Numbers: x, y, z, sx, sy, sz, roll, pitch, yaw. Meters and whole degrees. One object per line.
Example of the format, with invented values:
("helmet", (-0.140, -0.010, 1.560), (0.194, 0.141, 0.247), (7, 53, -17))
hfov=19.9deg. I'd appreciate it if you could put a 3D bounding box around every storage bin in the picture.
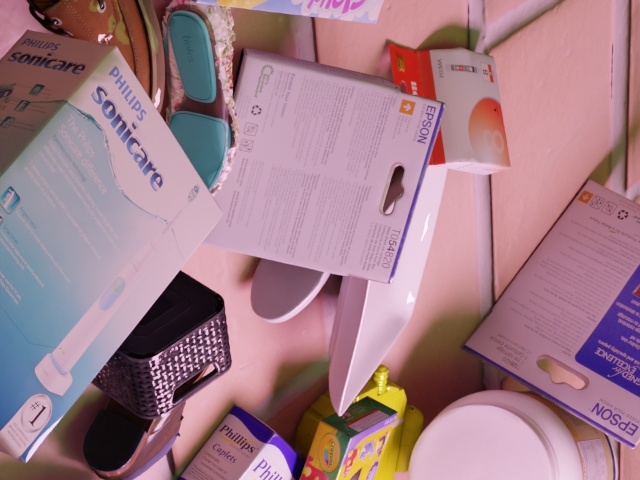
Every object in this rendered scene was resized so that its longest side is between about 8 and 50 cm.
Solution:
("storage bin", (-0.189, 0.085, 1.846), (0.122, 0.180, 0.084), (-34, 136, -32))

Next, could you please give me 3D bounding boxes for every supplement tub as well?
("supplement tub", (0.259, 0.315, 2.463), (0.228, 0.228, 0.316), (-65, 158, 6))

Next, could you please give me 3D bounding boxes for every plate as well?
("plate", (0.076, 0.032, 2.178), (0.277, 0.045, 0.278), (-49, 154, -58))

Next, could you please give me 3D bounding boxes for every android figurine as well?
("android figurine", (0.037, 0.283, 2.371), (0.248, 0.056, 0.272), (-20, 130, -42))

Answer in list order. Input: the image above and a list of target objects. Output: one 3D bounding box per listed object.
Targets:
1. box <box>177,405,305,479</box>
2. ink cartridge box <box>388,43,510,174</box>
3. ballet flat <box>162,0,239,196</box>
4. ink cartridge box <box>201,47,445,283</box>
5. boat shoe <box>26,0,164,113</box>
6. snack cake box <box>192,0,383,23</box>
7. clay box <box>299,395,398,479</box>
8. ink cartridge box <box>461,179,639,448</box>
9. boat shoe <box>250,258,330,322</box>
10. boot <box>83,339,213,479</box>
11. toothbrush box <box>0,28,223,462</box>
("box", (-0.094, 0.291, 2.199), (0.137, 0.072, 0.126), (-53, 144, -11))
("ink cartridge box", (0.154, -0.158, 2.151), (0.179, 0.045, 0.145), (7, 72, -55))
("ballet flat", (-0.114, -0.151, 1.863), (0.077, 0.091, 0.241), (-53, 155, -49))
("ink cartridge box", (-0.002, -0.078, 1.966), (0.224, 0.045, 0.223), (13, 109, -10))
("boat shoe", (-0.223, -0.232, 1.660), (0.104, 0.111, 0.307), (-29, 124, -31))
("snack cake box", (-0.066, -0.284, 1.762), (0.264, 0.152, 0.089), (-2, 116, -49))
("clay box", (0.016, 0.311, 2.250), (0.127, 0.053, 0.222), (-20, 131, -58))
("ink cartridge box", (0.399, 0.102, 2.469), (0.307, 0.304, 0.072), (-53, 143, -8))
("boat shoe", (0.000, 0.000, 2.114), (0.228, 0.080, 0.076), (-63, 155, -9))
("boot", (-0.185, 0.177, 2.030), (0.219, 0.082, 0.106), (-52, 166, -19))
("toothbrush box", (-0.248, 0.001, 1.547), (0.295, 0.126, 0.216), (-53, 134, -23))
